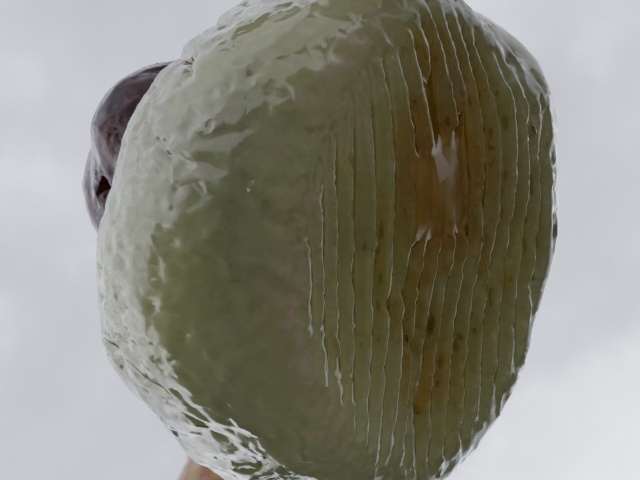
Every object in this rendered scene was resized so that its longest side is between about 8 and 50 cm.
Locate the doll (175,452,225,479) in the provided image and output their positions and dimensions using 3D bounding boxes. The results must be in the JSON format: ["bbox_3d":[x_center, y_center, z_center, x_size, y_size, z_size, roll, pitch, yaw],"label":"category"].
[{"bbox_3d":[-0.041,0.175,1.294,0.162,0.269,0.166,31,-49,-25],"label":"doll"}]

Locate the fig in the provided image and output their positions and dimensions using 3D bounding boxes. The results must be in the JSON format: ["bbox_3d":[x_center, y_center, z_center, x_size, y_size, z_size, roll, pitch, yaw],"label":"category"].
[{"bbox_3d":[-0.066,-0.094,1.422,0.290,0.190,0.190,-45,-36,-23],"label":"fig"}]

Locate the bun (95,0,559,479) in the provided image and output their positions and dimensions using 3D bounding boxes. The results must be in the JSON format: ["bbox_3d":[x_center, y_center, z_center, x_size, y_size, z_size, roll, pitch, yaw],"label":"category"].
[{"bbox_3d":[0.000,0.000,0.749,0.244,0.153,0.244,-11,-75,-46],"label":"bun"}]
